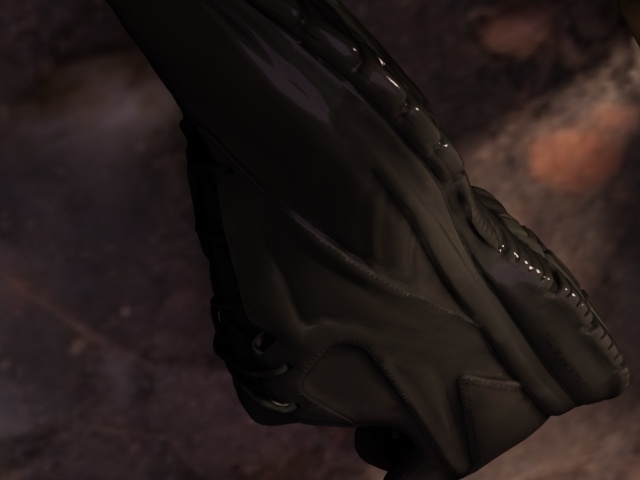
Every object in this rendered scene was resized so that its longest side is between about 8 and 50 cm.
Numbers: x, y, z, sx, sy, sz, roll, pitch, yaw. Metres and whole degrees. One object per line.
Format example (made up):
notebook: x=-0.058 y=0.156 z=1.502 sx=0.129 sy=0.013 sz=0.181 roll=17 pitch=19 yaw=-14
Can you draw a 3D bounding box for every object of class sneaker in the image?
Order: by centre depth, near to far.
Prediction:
sneaker: x=0.000 y=0.000 z=0.584 sx=0.130 sy=0.109 sz=0.286 roll=-39 pitch=119 yaw=5

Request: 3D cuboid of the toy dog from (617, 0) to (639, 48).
toy dog: x=0.229 y=-0.193 z=0.552 sx=0.220 sy=0.161 sz=0.334 roll=33 pitch=98 yaw=-31
